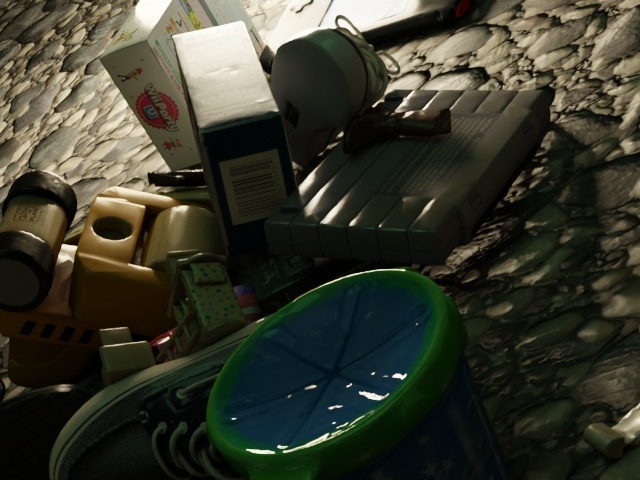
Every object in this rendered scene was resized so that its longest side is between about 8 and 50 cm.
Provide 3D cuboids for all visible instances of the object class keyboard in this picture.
[{"bbox_3d":[-0.152,-0.085,2.004,0.180,0.023,0.108,-2,9,-39],"label":"keyboard"}]

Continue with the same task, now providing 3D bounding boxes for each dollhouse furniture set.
[{"bbox_3d":[-0.183,0.065,1.624,0.161,0.101,0.182,-6,47,-22],"label":"dollhouse furniture set"}]

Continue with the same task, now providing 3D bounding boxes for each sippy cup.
[{"bbox_3d":[0.054,0.182,1.259,0.305,0.224,0.240,-40,28,-15],"label":"sippy cup"}]

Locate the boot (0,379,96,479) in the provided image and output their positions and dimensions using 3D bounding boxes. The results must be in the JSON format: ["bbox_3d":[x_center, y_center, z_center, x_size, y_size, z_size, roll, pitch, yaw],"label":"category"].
[{"bbox_3d":[-0.414,0.225,1.785,0.338,0.118,0.223,-23,24,7],"label":"boot"}]

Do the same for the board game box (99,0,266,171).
[{"bbox_3d":[-0.205,-0.291,2.280,0.097,0.224,0.303,-15,32,27],"label":"board game box"}]

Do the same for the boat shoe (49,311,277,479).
[{"bbox_3d":[-0.129,0.202,1.512,0.340,0.127,0.158,-32,28,1],"label":"boat shoe"}]

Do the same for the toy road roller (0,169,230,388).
[{"bbox_3d":[-0.290,0.071,1.866,0.329,0.241,0.202,9,34,-3],"label":"toy road roller"}]

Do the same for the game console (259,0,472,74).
[{"bbox_3d":[0.105,-0.421,2.356,0.386,0.060,0.342,-12,33,34],"label":"game console"}]

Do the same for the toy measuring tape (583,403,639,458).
[{"bbox_3d":[0.350,0.053,1.289,0.330,0.121,0.121,-38,28,-11],"label":"toy measuring tape"}]

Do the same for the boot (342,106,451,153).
[{"bbox_3d":[0.093,-0.131,1.723,0.114,0.037,0.106,8,36,27],"label":"boot"}]

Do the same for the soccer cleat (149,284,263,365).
[{"bbox_3d":[-0.151,0.127,1.691,0.083,0.095,0.248,-1,41,44],"label":"soccer cleat"}]

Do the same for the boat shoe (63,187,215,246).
[{"bbox_3d":[-0.234,-0.028,2.016,0.302,0.109,0.098,-17,32,37],"label":"boat shoe"}]

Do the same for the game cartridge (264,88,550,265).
[{"bbox_3d":[0.115,-0.081,1.713,0.230,0.068,0.355,8,34,28],"label":"game cartridge"}]

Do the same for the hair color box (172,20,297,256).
[{"bbox_3d":[-0.108,-0.138,1.836,0.105,0.174,0.347,-13,28,-4],"label":"hair color box"}]

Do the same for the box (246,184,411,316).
[{"bbox_3d":[0.000,0.000,1.779,0.183,0.059,0.233,-27,27,3],"label":"box"}]

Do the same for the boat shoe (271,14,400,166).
[{"bbox_3d":[0.032,-0.213,1.910,0.156,0.136,0.367,-39,-7,-16],"label":"boat shoe"}]
